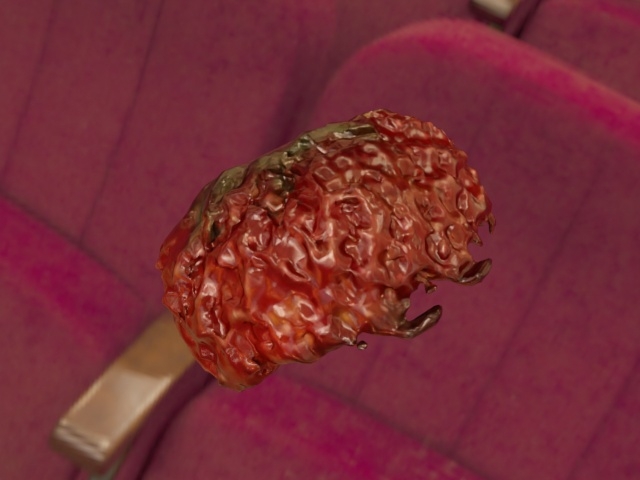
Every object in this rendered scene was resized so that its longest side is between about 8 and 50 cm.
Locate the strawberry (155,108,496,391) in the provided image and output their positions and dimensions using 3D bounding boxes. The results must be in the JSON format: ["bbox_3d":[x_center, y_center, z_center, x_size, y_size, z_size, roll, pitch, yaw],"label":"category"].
[{"bbox_3d":[0.000,0.000,0.605,0.145,0.145,0.086,-27,94,-44],"label":"strawberry"}]
